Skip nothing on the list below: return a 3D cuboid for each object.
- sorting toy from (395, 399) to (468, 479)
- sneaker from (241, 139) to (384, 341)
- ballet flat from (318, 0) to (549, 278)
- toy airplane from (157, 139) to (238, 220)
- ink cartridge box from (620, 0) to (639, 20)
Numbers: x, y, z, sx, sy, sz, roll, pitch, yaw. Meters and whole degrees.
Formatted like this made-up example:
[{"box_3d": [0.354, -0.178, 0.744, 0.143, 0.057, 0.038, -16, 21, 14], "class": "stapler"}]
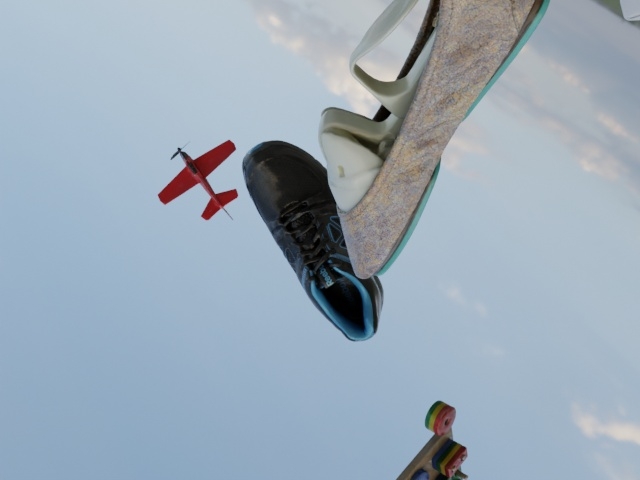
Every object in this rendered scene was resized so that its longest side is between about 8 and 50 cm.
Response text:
[{"box_3d": [0.171, 0.367, 1.477, 0.046, 0.274, 0.132, 24, -127, 35], "class": "sorting toy"}, {"box_3d": [0.000, 0.000, 1.507, 0.340, 0.125, 0.139, 55, -170, -15], "class": "sneaker"}, {"box_3d": [0.060, -0.103, 0.797, 0.106, 0.316, 0.107, 18, -146, -15], "class": "ballet flat"}, {"box_3d": [-0.185, -0.090, 1.570, 0.151, 0.151, 0.028, 37, 177, 16], "class": "toy airplane"}, {"box_3d": [0.547, -0.456, 1.313, 0.395, 0.166, 0.285, -13, -91, -36], "class": "ink cartridge box"}]
